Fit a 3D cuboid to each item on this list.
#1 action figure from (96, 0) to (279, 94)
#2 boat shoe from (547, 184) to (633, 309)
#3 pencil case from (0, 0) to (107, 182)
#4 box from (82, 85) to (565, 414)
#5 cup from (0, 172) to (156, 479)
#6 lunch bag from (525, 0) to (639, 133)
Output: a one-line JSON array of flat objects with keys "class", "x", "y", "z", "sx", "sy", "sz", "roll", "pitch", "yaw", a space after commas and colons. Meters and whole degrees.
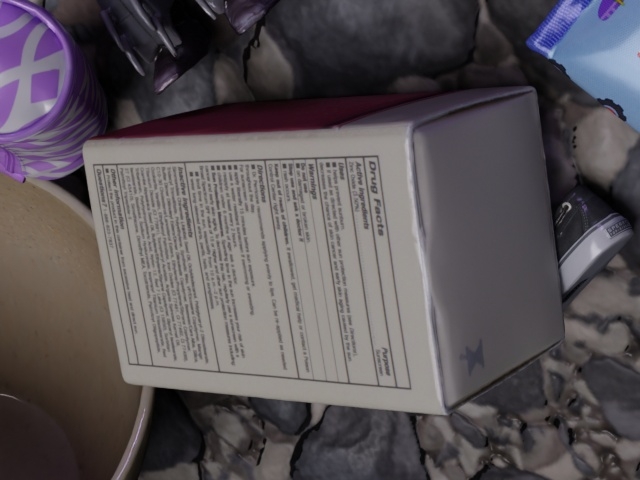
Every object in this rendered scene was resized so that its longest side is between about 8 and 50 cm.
[{"class": "action figure", "x": -0.141, "y": -0.221, "z": 0.842, "sx": 0.185, "sy": 0.099, "sz": 0.285, "roll": -34, "pitch": 103, "yaw": 26}, {"class": "boat shoe", "x": 0.122, "y": 0.023, "z": 0.868, "sx": 0.040, "sy": 0.049, "sz": 0.142, "roll": 52, "pitch": 130, "yaw": 16}, {"class": "pencil case", "x": -0.173, "y": -0.082, "z": 0.892, "sx": 0.086, "sy": 0.206, "sz": 0.088, "roll": 25, "pitch": 87, "yaw": 1}, {"class": "box", "x": 0.000, "y": 0.000, "z": 0.845, "sx": 0.232, "sy": 0.126, "sz": 0.149, "roll": 1, "pitch": 105, "yaw": 38}, {"class": "cup", "x": -0.262, "y": 0.138, "z": 1.037, "sx": 0.331, "sy": 0.331, "sz": 0.237, "roll": 27, "pitch": 156, "yaw": 16}, {"class": "lunch bag", "x": 0.268, "y": -0.140, "z": 0.632, "sx": 0.221, "sy": 0.138, "sz": 0.293, "roll": 39, "pitch": 120, "yaw": 9}]
